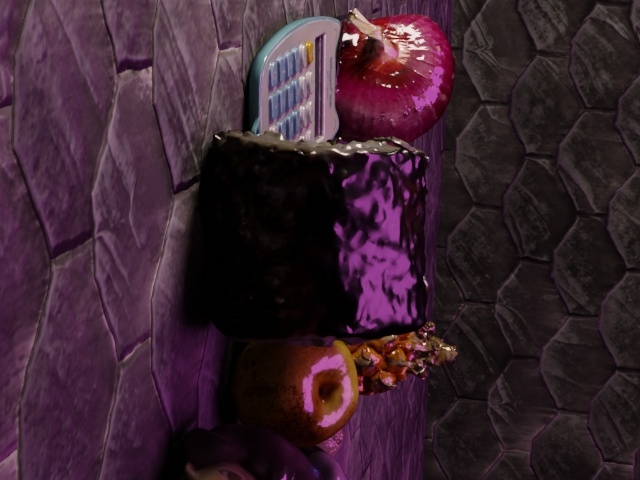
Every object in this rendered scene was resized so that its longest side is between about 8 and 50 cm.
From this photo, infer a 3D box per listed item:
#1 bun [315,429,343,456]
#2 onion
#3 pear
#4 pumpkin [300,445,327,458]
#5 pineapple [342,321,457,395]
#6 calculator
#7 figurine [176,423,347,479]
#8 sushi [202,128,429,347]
[{"bbox_3d":[0.011,0.380,2.351,0.115,0.069,0.115,5,90,-78],"label":"bun"},{"bbox_3d":[0.132,-0.294,2.190,0.272,0.230,0.256,-106,-156,-75],"label":"onion"},{"bbox_3d":[-0.046,0.220,1.811,0.197,0.197,0.197,6,90,-77],"label":"pear"},{"bbox_3d":[-0.042,0.440,1.850,0.250,0.216,0.250,-159,-90,-78],"label":"pumpkin"},{"bbox_3d":[0.117,0.134,2.226,0.344,0.286,0.209,-69,160,-51],"label":"pineapple"},{"bbox_3d":[-0.044,-0.223,1.900,0.386,0.054,0.256,-52,146,-63],"label":"calculator"},{"bbox_3d":[-0.124,0.352,1.511,0.206,0.218,0.365,-55,167,10],"label":"figurine"},{"bbox_3d":[0.000,-0.002,1.625,0.281,0.299,0.294,-1,94,-66],"label":"sushi"}]
